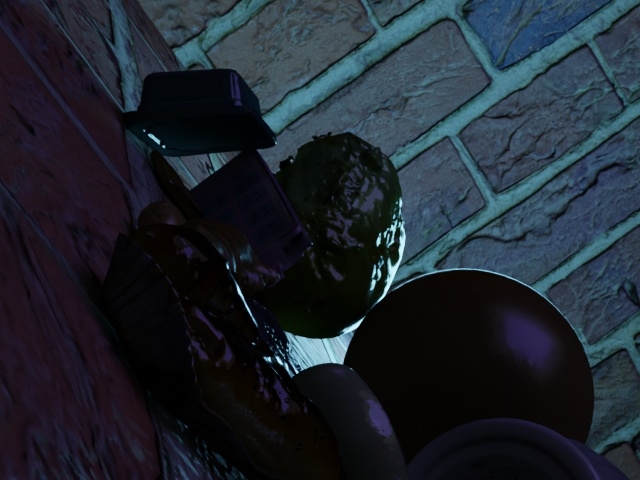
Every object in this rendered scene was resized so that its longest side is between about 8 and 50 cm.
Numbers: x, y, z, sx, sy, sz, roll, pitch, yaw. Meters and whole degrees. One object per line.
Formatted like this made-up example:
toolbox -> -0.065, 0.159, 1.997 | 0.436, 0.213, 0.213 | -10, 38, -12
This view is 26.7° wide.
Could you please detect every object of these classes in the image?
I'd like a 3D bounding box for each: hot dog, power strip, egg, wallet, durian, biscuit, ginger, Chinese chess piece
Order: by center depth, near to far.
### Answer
hot dog -> -0.060, 0.094, 0.951 | 0.270, 0.081, 0.163 | 54, 4, -47
Chinese chess piece -> 0.016, 0.173, 1.121 | 0.144, 0.058, 0.144 | 51, -25, 36
ginger -> -0.096, 0.023, 1.122 | 0.115, 0.081, 0.205 | 49, 3, -18
wallet -> -0.055, 0.111, 1.357 | 0.111, 0.030, 0.166 | 62, 7, 23
biscuit -> -0.166, -0.059, 1.566 | 0.083, 0.018, 0.081 | 54, 3, -38
power strip -> -0.087, -0.024, 1.567 | 0.037, 0.109, 0.279 | 53, 3, -28
egg -> 0.186, 0.189, 1.660 | 0.374, 0.301, 0.301 | 22, 30, -57
durian -> 0.000, 0.000, 1.713 | 0.256, 0.204, 0.340 | 90, 17, -45

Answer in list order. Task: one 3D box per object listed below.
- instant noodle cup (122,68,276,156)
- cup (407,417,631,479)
instant noodle cup -> -0.141, -0.155, 1.626 | 0.179, 0.157, 0.070 | 48, 40, -75
cup -> 0.210, 0.321, 1.264 | 0.253, 0.253, 0.371 | 57, 7, 35
